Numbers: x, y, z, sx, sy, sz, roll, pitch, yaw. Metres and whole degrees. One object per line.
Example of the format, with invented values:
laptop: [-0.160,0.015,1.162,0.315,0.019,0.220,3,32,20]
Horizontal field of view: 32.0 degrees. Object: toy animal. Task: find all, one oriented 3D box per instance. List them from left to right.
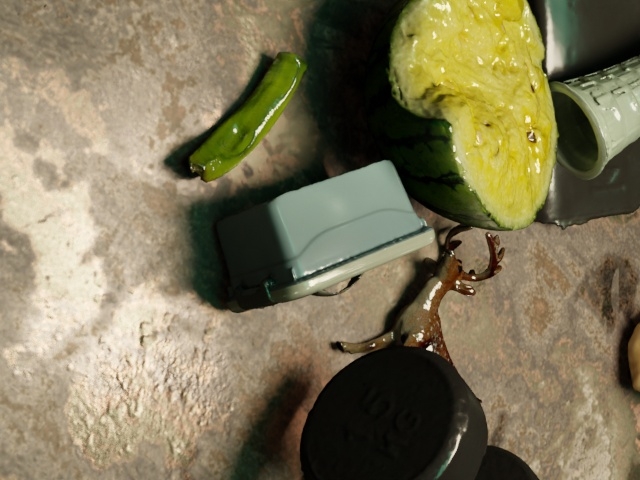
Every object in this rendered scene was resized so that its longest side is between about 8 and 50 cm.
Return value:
toy animal: [0.139,0.120,1.433,0.260,0.087,0.243,-29,120,-34]

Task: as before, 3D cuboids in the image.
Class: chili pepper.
chili pepper: [-0.082,-0.136,1.267,0.052,0.050,0.201,43,66,-12]

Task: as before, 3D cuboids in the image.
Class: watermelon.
watermelon: [0.158,-0.172,1.363,0.331,0.189,0.330,-8,99,-58]

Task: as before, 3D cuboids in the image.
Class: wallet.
wallet: [0.382,-0.208,1.581,0.197,0.051,0.377,-7,102,-22]

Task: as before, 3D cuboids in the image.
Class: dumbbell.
dumbbell: [0.134,0.285,1.299,0.203,0.204,0.322,-59,136,-21]

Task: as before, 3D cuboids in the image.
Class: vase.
vase: [0.452,-0.210,1.509,0.299,0.143,0.143,-29,108,-16]

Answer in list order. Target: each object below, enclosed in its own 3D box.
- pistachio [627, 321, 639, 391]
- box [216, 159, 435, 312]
pistachio: [0.564,0.167,1.705,0.229,0.157,0.157,-18,101,-41]
box: [0.000,0.000,1.268,0.227,0.162,0.130,-22,93,-35]
